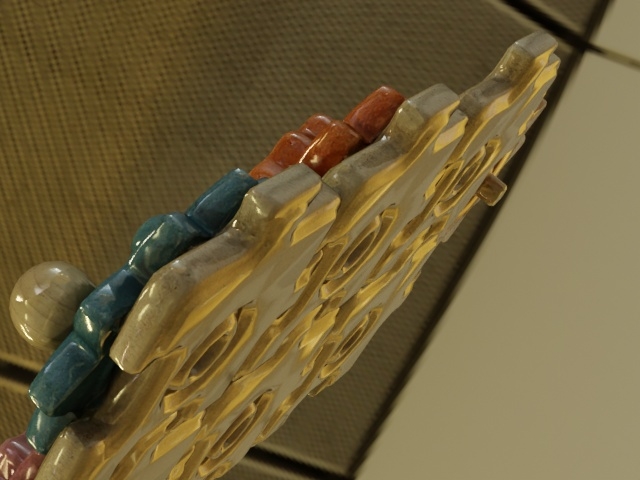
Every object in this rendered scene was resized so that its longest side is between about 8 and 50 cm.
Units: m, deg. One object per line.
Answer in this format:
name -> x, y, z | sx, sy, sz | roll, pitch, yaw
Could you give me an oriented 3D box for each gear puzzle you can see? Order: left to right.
gear puzzle -> 0.000, 0.000, 0.501 | 0.339, 0.044, 0.175 | -33, -20, -56
